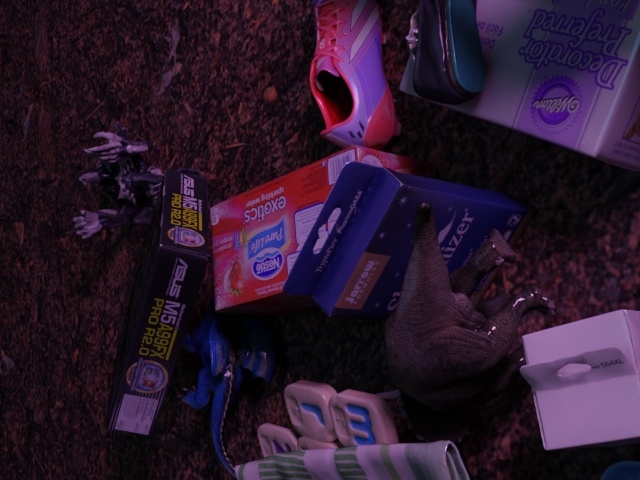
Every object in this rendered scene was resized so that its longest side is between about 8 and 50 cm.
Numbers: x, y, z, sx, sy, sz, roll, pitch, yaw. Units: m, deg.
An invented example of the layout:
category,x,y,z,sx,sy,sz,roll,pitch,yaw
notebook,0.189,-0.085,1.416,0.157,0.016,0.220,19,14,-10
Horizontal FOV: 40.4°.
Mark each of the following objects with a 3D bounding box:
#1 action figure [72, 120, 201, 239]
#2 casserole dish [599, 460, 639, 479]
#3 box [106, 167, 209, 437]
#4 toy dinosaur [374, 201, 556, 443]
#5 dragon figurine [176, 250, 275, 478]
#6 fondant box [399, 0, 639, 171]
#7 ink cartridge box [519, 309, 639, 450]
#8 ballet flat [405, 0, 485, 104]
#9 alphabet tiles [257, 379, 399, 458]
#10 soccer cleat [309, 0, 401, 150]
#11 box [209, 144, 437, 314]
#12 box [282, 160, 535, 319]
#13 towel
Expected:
category,x,y,z,sx,sy,sz,roll,pitch,yaw
action figure,-0.290,-0.083,1.280,0.276,0.141,0.163,21,112,46
casserole dish,0.287,0.234,0.654,0.188,0.037,0.114,7,89,48
box,-0.203,0.074,1.094,0.216,0.060,0.270,-104,32,-62
toy dinosaur,0.116,0.089,0.743,0.160,0.313,0.121,-39,60,-8
dragon figurine,-0.112,0.142,1.071,0.144,0.085,0.289,-45,45,46
fondant box,0.227,-0.251,0.751,0.238,0.096,0.330,31,108,47
ink cartridge box,0.227,0.108,0.659,0.092,0.143,0.089,-26,66,44
ballet flat,0.105,-0.217,0.763,0.074,0.074,0.203,-5,82,48
alphabet tiles,0.043,0.276,0.857,0.278,0.021,0.284,0,107,50
soccer cleat,0.023,-0.211,0.974,0.083,0.095,0.247,-30,63,42
box,0.000,0.000,0.948,0.257,0.123,0.128,-19,70,46
box,0.083,0.009,0.774,0.036,0.225,0.136,48,120,42
towel,0.046,0.313,0.820,0.325,0.038,0.247,-20,89,52
